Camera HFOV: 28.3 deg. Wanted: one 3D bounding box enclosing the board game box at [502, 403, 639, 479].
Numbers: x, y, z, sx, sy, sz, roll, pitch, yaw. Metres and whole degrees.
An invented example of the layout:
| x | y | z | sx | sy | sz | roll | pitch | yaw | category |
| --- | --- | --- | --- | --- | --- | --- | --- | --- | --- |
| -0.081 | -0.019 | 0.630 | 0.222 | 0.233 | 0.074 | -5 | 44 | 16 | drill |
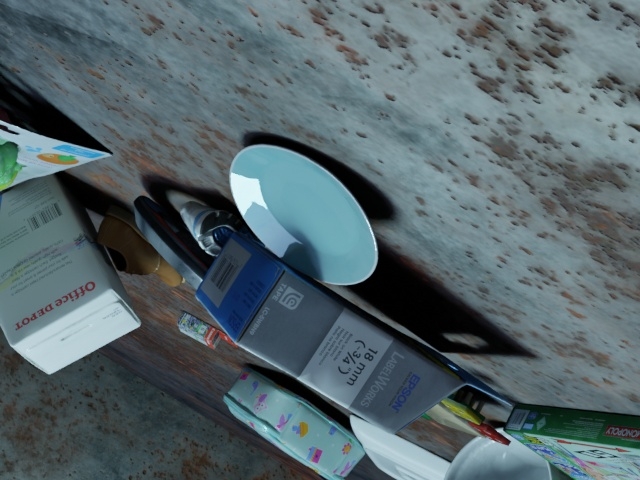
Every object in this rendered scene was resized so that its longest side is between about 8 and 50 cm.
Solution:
| x | y | z | sx | sy | sz | roll | pitch | yaw | category |
| --- | --- | --- | --- | --- | --- | --- | --- | --- | --- |
| 0.398 | 0.286 | 1.598 | 0.213 | 0.046 | 0.317 | 36 | 164 | -17 | board game box |

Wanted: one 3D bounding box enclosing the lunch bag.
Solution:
| x | y | z | sx | sy | sz | roll | pitch | yaw | category |
| --- | --- | --- | --- | --- | --- | --- | --- | --- | --- |
| -0.055 | 0.373 | 2.554 | 0.279 | 0.108 | 0.224 | 40 | 169 | -29 | lunch bag |

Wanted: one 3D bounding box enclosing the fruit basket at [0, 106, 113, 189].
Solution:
| x | y | z | sx | sy | sz | roll | pitch | yaw | category |
| --- | --- | --- | --- | --- | --- | --- | --- | --- | --- |
| -0.505 | -0.115 | 1.686 | 0.327 | 0.165 | 0.353 | 16 | 169 | -40 | fruit basket |

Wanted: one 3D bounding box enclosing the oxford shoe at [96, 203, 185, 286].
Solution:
| x | y | z | sx | sy | sz | roll | pitch | yaw | category |
| --- | --- | --- | --- | --- | --- | --- | --- | --- | --- |
| -0.284 | 0.026 | 1.982 | 0.076 | 0.076 | 0.212 | 16 | 161 | 37 | oxford shoe |

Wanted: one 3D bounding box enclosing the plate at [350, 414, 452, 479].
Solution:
| x | y | z | sx | sy | sz | roll | pitch | yaw | category |
| --- | --- | --- | --- | --- | --- | --- | --- | --- | --- |
| 0.195 | 0.455 | 2.500 | 0.278 | 0.045 | 0.277 | 23 | 163 | 24 | plate |

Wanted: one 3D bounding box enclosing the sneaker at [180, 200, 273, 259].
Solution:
| x | y | z | sx | sy | sz | roll | pitch | yaw | category |
| --- | --- | --- | --- | --- | --- | --- | --- | --- | --- |
| -0.115 | 0.005 | 1.648 | 0.083 | 0.071 | 0.191 | 34 | 168 | 43 | sneaker |

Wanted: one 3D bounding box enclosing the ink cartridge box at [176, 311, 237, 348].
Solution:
| x | y | z | sx | sy | sz | roll | pitch | yaw | category |
| --- | --- | --- | --- | --- | --- | --- | --- | --- | --- |
| -0.216 | 0.180 | 2.419 | 0.115 | 0.029 | 0.063 | 28 | 164 | 10 | ink cartridge box |

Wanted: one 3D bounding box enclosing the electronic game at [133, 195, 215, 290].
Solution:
| x | y | z | sx | sy | sz | roll | pitch | yaw | category |
| --- | --- | --- | --- | --- | --- | --- | --- | --- | --- |
| -0.165 | 0.023 | 1.705 | 0.229 | 0.048 | 0.229 | 45 | -179 | -1 | electronic game |

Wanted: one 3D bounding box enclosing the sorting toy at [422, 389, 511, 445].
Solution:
| x | y | z | sx | sy | sz | roll | pitch | yaw | category |
| --- | --- | --- | --- | --- | --- | --- | --- | --- | --- |
| 0.169 | 0.219 | 1.791 | 0.132 | 0.046 | 0.274 | 36 | 168 | -20 | sorting toy |

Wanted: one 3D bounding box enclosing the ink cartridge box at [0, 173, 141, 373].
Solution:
| x | y | z | sx | sy | sz | roll | pitch | yaw | category |
| --- | --- | --- | --- | --- | --- | --- | --- | --- | --- |
| -0.410 | 0.051 | 1.926 | 0.233 | 0.171 | 0.168 | 60 | 178 | 22 | ink cartridge box |

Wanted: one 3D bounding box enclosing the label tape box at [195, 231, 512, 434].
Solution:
| x | y | z | sx | sy | sz | roll | pitch | yaw | category |
| --- | --- | --- | --- | --- | --- | --- | --- | --- | --- |
| 0.032 | 0.131 | 1.528 | 0.333 | 0.106 | 0.240 | 32 | 180 | -19 | label tape box |

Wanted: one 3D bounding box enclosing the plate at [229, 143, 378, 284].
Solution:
| x | y | z | sx | sy | sz | roll | pitch | yaw | category |
| --- | --- | --- | --- | --- | --- | --- | --- | --- | --- |
| -0.014 | -0.031 | 1.327 | 0.188 | 0.024 | 0.188 | 27 | 144 | 21 | plate |

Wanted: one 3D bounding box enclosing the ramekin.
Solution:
| x | y | z | sx | sy | sz | roll | pitch | yaw | category |
| --- | --- | --- | --- | --- | --- | --- | --- | --- | --- |
| 0.282 | 0.385 | 1.842 | 0.109 | 0.207 | 0.207 | 31 | 167 | -37 | ramekin |
